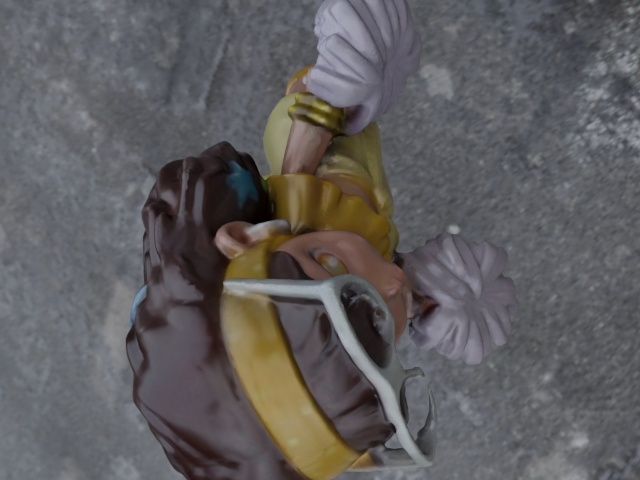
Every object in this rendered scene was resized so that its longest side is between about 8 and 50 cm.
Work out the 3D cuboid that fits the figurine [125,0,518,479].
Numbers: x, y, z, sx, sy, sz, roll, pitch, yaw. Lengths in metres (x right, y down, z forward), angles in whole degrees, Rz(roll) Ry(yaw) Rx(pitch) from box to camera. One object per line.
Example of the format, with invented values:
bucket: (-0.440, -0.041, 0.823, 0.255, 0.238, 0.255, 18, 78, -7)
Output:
figurine: (-0.001, 0.001, 0.463, 0.115, 0.240, 0.175, -12, 121, 25)
